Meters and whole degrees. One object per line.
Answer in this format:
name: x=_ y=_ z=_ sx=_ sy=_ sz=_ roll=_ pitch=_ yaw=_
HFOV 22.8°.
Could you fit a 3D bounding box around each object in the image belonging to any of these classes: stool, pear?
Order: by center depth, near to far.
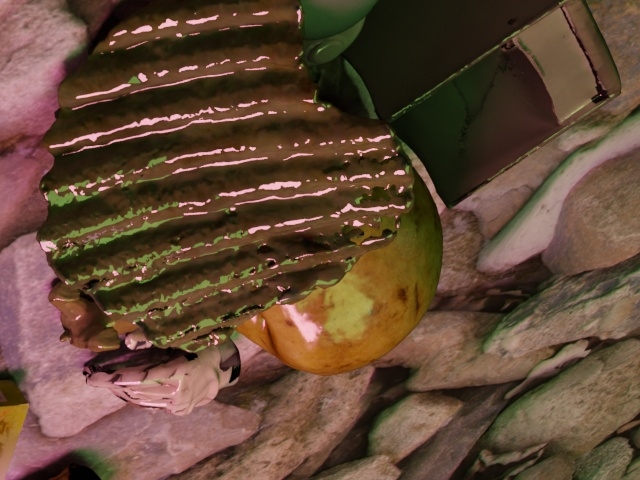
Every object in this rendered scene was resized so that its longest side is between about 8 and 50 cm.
stool: x=0.185 y=-0.214 z=1.878 sx=0.270 sy=0.170 sz=0.243 roll=-35 pitch=148 yaw=6
pear: x=0.000 y=0.000 z=1.917 sx=0.304 sy=0.304 sz=0.304 roll=-22 pitch=148 yaw=-15

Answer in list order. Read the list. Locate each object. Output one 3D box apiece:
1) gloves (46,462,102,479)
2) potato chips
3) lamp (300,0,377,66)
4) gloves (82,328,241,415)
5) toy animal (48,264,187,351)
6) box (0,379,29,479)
gloves: x=-0.453 y=0.468 z=2.309 sx=0.356 sy=0.155 sz=0.203 roll=-46 pitch=157 yaw=-6
potato chips: x=-0.113 y=-0.068 z=1.679 sx=0.389 sy=0.097 sz=0.373 roll=-35 pitch=106 yaw=16
lamp: x=-0.002 y=-0.272 z=1.691 sx=0.179 sy=0.108 sz=0.246 roll=-18 pitch=147 yaw=-13
gloves: x=-0.216 y=0.181 z=2.158 sx=0.212 sy=0.111 sz=0.127 roll=-17 pitch=152 yaw=-37
toy animal: x=-0.242 y=0.091 z=2.032 sx=0.219 sy=0.103 sz=0.101 roll=-16 pitch=165 yaw=-28
box: x=-0.499 y=0.306 z=2.060 sx=0.175 sy=0.062 sz=0.260 roll=1 pitch=121 yaw=-42
